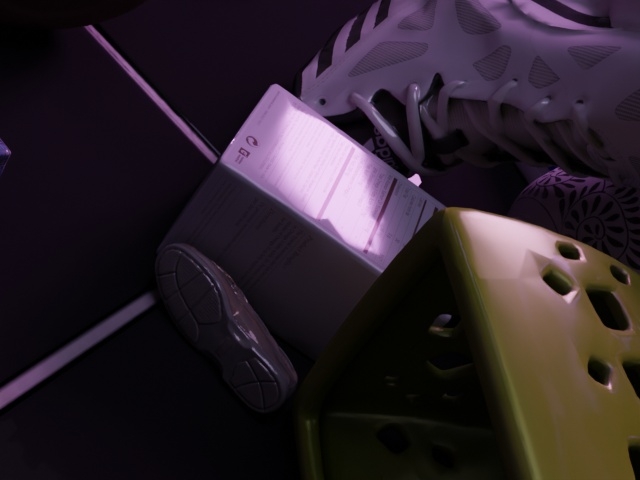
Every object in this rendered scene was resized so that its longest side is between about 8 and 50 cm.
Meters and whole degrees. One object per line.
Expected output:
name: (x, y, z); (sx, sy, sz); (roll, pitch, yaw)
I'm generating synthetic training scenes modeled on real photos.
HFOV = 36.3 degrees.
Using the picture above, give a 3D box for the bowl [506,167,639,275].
bowl: (0.192, 0.016, 0.793); (0.080, 0.170, 0.170); (-7, 57, -17)

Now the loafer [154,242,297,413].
loafer: (-0.060, 0.054, 0.631); (0.125, 0.045, 0.039); (54, 24, 4)

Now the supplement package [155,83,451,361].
supplement package: (0.000, 0.000, 0.672); (0.179, 0.105, 0.105); (35, 40, -8)

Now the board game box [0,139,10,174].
board game box: (-0.309, -0.072, 0.524); (0.194, 0.060, 0.194); (48, 39, 7)

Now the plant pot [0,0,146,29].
plant pot: (-0.194, -0.283, 0.685); (0.263, 0.263, 0.229); (-3, 74, -40)

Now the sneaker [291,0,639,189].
sneaker: (0.139, -0.074, 0.720); (0.169, 0.257, 0.447); (56, -1, -38)

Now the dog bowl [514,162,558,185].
dog bowl: (0.320, -0.109, 1.027); (0.264, 0.104, 0.265); (22, 44, -23)

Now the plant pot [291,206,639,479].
plant pot: (0.128, 0.140, 0.532); (0.207, 0.227, 0.228); (6, 53, -23)
